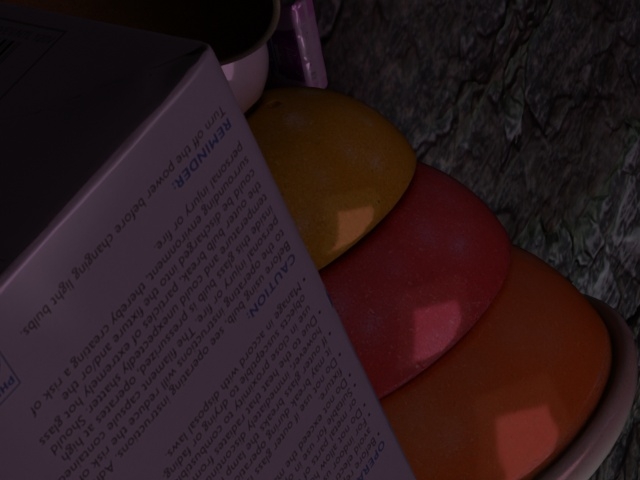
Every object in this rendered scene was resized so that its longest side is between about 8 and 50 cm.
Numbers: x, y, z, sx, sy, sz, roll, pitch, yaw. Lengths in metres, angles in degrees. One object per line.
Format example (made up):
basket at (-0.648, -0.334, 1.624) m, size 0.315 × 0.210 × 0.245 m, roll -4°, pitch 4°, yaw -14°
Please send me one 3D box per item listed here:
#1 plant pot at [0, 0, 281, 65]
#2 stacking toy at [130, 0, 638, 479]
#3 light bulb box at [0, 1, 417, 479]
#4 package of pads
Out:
plant pot at (-0.118, -0.280, 1.236) m, size 0.237 × 0.237 × 0.254 m, roll 41°, pitch 54°, yaw -48°
stacking toy at (0.000, 0.000, 1.415) m, size 0.350 × 0.350 × 0.480 m, roll -47°, pitch 117°, yaw -34°
light bulb box at (-0.180, 0.071, 1.024) m, size 0.225 × 0.358 × 0.361 m, roll -50°, pitch 136°, yaw -27°
package of pads at (-0.025, -0.160, 1.495) m, size 0.032 × 0.050 × 0.083 m, roll -36°, pitch 125°, yaw -40°
